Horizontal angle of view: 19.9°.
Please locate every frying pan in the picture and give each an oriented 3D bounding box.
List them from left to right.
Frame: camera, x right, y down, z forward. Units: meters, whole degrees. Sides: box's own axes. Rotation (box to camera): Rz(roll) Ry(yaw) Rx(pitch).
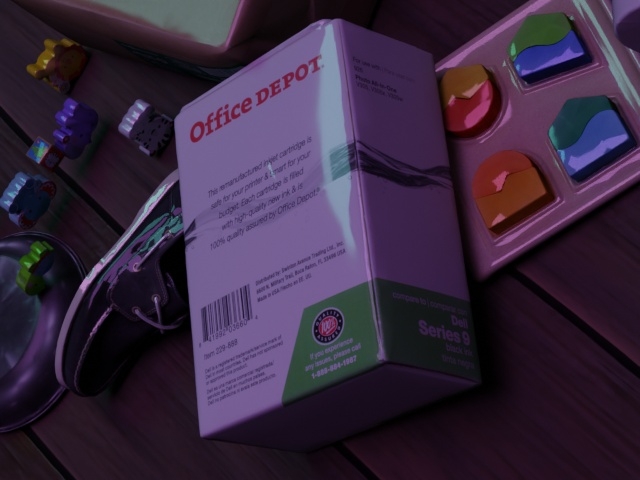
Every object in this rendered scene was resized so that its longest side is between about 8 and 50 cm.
[{"bbox_3d":[-0.346,0.123,1.738,0.326,0.053,0.197,-41,55,15],"label":"frying pan"}]

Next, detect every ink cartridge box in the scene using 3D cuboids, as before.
[{"bbox_3d":[0.000,0.000,1.456,0.211,0.121,0.289,-26,61,41],"label":"ink cartridge box"}]

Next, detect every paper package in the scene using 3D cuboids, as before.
[{"bbox_3d":[-0.098,-0.303,1.618,0.325,0.168,0.309,19,88,37],"label":"paper package"}]

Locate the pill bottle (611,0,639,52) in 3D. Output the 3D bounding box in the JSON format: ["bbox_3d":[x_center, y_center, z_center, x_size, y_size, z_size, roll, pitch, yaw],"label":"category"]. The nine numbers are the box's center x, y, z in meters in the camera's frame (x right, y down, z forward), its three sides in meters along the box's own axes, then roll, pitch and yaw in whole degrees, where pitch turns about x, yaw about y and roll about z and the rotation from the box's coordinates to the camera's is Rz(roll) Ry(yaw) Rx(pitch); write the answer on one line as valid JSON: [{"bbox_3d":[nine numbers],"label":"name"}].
[{"bbox_3d":[0.275,-0.278,1.350,0.153,0.153,0.264,-11,69,33],"label":"pill bottle"}]

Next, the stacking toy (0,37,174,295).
[{"bbox_3d":[-0.253,-0.070,1.713,0.167,0.052,0.221,34,88,39],"label":"stacking toy"}]

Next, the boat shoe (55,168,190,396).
[{"bbox_3d":[-0.150,0.045,1.596,0.079,0.084,0.233,40,97,38],"label":"boat shoe"}]

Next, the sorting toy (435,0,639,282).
[{"bbox_3d":[0.164,-0.096,1.444,0.208,0.038,0.193,-36,58,22],"label":"sorting toy"}]
